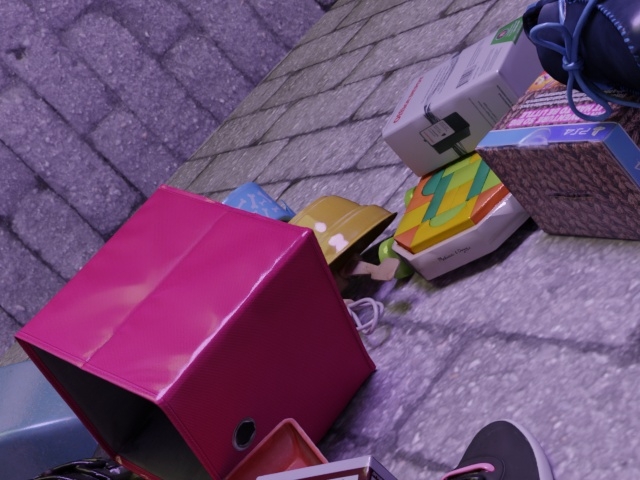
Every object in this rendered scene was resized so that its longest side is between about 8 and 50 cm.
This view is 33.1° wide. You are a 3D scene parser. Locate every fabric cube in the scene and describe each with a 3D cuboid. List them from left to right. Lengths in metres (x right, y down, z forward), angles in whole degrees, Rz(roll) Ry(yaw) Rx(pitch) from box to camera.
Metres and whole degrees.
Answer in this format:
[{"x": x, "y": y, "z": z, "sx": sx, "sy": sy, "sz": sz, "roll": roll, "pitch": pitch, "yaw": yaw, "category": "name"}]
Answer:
[{"x": -0.133, "y": 0.131, "z": 1.244, "sx": 0.259, "sy": 0.254, "sz": 0.258, "roll": 17, "pitch": 54, "yaw": 39, "category": "fabric cube"}]

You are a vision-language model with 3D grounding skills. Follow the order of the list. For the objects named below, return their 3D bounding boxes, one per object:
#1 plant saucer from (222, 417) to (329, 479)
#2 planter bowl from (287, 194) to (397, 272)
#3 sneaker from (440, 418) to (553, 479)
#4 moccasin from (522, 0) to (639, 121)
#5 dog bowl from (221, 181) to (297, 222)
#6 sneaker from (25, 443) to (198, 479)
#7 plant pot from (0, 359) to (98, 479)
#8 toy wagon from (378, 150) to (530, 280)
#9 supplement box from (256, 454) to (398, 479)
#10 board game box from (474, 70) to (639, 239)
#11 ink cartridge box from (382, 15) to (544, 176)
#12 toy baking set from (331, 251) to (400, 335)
[{"x": -0.057, "y": 0.330, "z": 1.016, "sx": 0.259, "sy": 0.048, "sz": 0.258, "roll": -45, "pitch": 35, "yaw": -3, "category": "plant saucer"}, {"x": 0.000, "y": 0.000, "z": 1.525, "sx": 0.217, "sy": 0.090, "sz": 0.217, "roll": -40, "pitch": -7, "yaw": -6, "category": "planter bowl"}, {"x": 0.096, "y": 0.222, "z": 0.859, "sx": 0.105, "sy": 0.147, "sz": 0.295, "roll": -30, "pitch": 21, "yaw": 38, "category": "sneaker"}, {"x": 0.261, "y": -0.178, "z": 1.004, "sx": 0.117, "sy": 0.137, "sz": 0.342, "roll": -24, "pitch": 11, "yaw": 10, "category": "moccasin"}, {"x": -0.092, "y": 0.015, "z": 1.620, "sx": 0.166, "sy": 0.074, "sz": 0.297, "roll": -58, "pitch": -16, "yaw": 0, "category": "dog bowl"}, {"x": -0.303, "y": 0.348, "z": 1.331, "sx": 0.185, "sy": 0.202, "sz": 0.482, "roll": -29, "pitch": 23, "yaw": 35, "category": "sneaker"}, {"x": -0.407, "y": 0.317, "z": 1.585, "sx": 0.252, "sy": 0.247, "sz": 0.247, "roll": -23, "pitch": 22, "yaw": 11, "category": "plant pot"}, {"x": 0.214, "y": -0.086, "z": 1.425, "sx": 0.267, "sy": 0.068, "sz": 0.344, "roll": -27, "pitch": 24, "yaw": 40, "category": "toy wagon"}, {"x": -0.008, "y": 0.306, "z": 0.887, "sx": 0.130, "sy": 0.073, "sz": 0.239, "roll": -18, "pitch": 41, "yaw": 31, "category": "supplement box"}, {"x": 0.354, "y": -0.153, "z": 1.161, "sx": 0.291, "sy": 0.141, "sz": 0.232, "roll": -48, "pitch": 19, "yaw": -13, "category": "board game box"}, {"x": 0.201, "y": -0.191, "z": 1.444, "sx": 0.208, "sy": 0.087, "sz": 0.153, "roll": -25, "pitch": 25, "yaw": 42, "category": "ink cartridge box"}, {"x": 0.024, "y": 0.103, "z": 1.432, "sx": 0.256, "sy": 0.030, "sz": 0.196, "roll": -52, "pitch": 22, "yaw": 16, "category": "toy baking set"}]
